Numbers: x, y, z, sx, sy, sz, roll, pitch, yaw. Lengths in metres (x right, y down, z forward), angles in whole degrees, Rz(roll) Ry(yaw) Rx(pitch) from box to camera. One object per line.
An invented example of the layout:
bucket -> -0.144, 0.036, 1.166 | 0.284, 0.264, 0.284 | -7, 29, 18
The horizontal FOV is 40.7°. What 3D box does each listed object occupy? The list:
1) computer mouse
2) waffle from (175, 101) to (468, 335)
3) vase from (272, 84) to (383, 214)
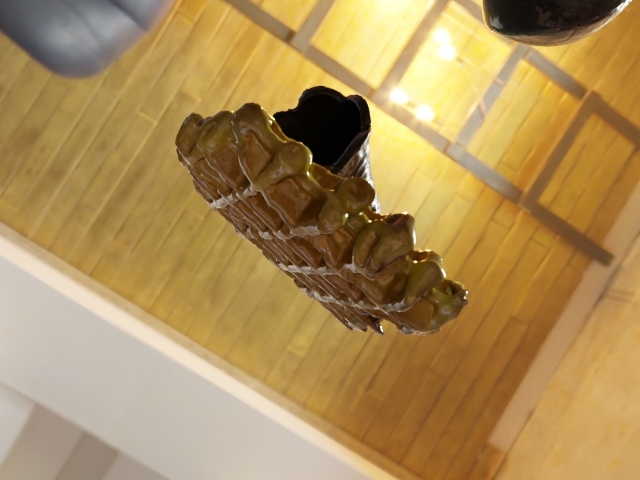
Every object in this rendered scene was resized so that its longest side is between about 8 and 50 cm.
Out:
computer mouse -> 0.166, -0.203, 0.600 | 0.068, 0.113, 0.229 | 62, 34, -44
waffle -> -0.001, 0.001, 0.693 | 0.065, 0.283, 0.309 | -53, 148, -9
vase -> 0.029, -0.029, 0.855 | 0.115, 0.115, 0.237 | -59, 145, -26
